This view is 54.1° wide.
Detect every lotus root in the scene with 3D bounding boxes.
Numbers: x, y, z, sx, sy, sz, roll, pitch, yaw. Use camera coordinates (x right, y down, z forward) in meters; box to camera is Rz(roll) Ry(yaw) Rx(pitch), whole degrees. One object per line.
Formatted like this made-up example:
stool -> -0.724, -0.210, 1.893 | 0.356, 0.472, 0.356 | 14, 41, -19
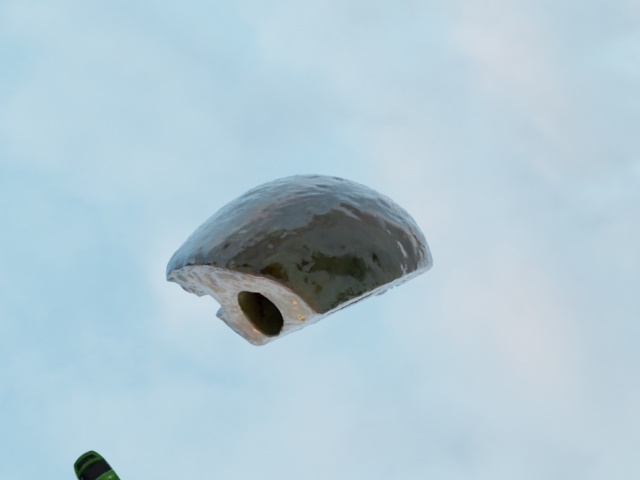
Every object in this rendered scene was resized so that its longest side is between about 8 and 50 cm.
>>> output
lotus root -> 0.004, -0.001, 0.682 | 0.210, 0.142, 0.314 | 48, -141, 6

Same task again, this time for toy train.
toy train -> -0.253, 0.368, 0.823 | 0.044, 0.042, 0.209 | -36, -85, -31
